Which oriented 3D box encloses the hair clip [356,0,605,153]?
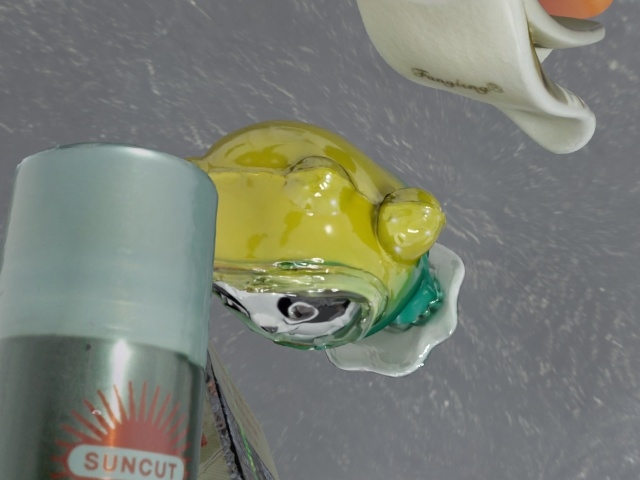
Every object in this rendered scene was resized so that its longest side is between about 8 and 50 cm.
[{"bbox_3d":[0.133,-0.158,0.886,0.173,0.282,0.113,22,93,44],"label":"hair clip"}]

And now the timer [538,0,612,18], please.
[{"bbox_3d":[0.187,-0.347,1.009,0.161,0.250,0.257,7,82,22],"label":"timer"}]

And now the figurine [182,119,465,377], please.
[{"bbox_3d":[0.000,0.000,1.131,0.324,0.340,0.231,4,70,28],"label":"figurine"}]

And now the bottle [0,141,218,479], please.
[{"bbox_3d":[-0.085,0.109,0.385,0.082,0.082,0.286,1,72,6],"label":"bottle"}]

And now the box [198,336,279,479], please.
[{"bbox_3d":[-0.099,0.245,1.148,0.084,0.310,0.198,-25,124,-1],"label":"box"}]
